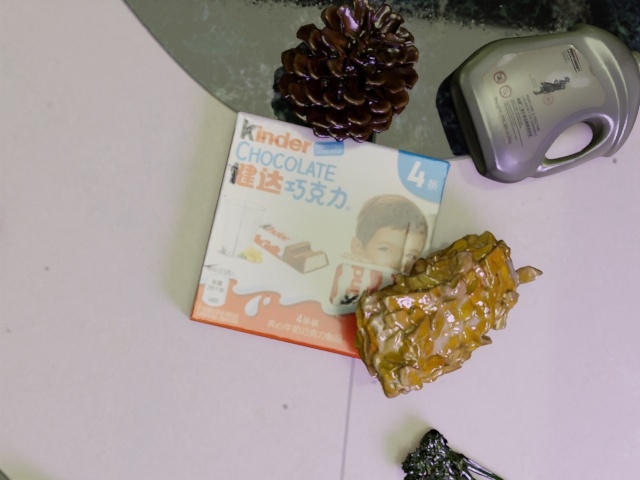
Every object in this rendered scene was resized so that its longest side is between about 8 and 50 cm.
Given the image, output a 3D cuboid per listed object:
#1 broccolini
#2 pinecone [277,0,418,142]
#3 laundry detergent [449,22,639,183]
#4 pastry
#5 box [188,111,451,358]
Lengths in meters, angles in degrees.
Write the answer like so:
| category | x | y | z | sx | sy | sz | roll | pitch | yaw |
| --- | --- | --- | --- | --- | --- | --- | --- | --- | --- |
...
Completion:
| category | x | y | z | sx | sy | sz | roll | pitch | yaw |
| --- | --- | --- | --- | --- | --- | --- | --- | --- | --- |
| broccolini | 0.198 | 0.295 | 1.647 | 0.201 | 0.058 | 0.074 | 23 | 92 | -3 |
| pinecone | 0.042 | -0.211 | 1.593 | 0.163 | 0.165 | 0.162 | 10 | 60 | -18 |
| laundry detergent | 0.299 | -0.179 | 1.669 | 0.253 | 0.091 | 0.181 | -18 | 90 | -7 |
| pastry | 0.151 | 0.086 | 1.595 | 0.250 | 0.102 | 0.154 | -26 | 112 | -35 |
| box | 0.000 | 0.000 | 1.648 | 0.273 | 0.048 | 0.264 | 12 | 85 | -5 |
